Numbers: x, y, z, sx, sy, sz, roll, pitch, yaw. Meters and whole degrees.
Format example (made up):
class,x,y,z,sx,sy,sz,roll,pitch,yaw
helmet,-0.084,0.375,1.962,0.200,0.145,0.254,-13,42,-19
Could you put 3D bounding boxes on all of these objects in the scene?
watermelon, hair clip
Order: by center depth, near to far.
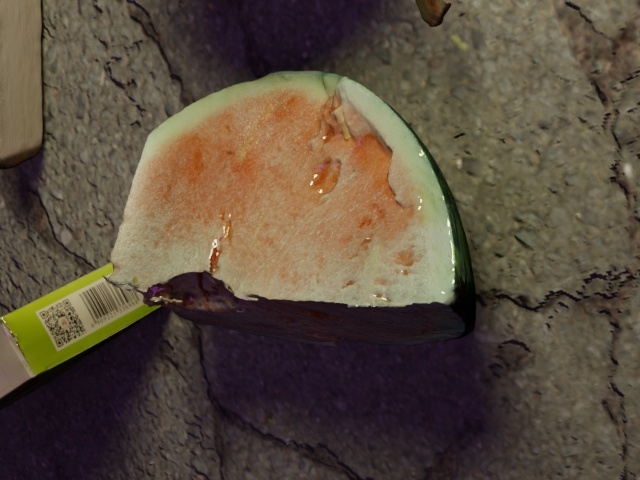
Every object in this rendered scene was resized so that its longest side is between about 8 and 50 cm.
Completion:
class,x,y,z,sx,sy,sz,roll,pitch,yaw
watermelon,0.000,0.000,0.931,0.305,0.180,0.224,1,120,39
hair clip,-0.300,-0.227,1.131,0.101,0.085,0.330,21,119,27

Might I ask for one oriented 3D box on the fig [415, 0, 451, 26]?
class,x,y,z,sx,sy,sz,roll,pitch,yaw
fig,-0.032,-0.260,0.838,0.249,0.186,0.203,33,109,36

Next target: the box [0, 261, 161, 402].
class,x,y,z,sx,sy,sz,roll,pitch,yaw
box,-0.277,0.108,1.194,0.260,0.175,0.062,-31,90,42
